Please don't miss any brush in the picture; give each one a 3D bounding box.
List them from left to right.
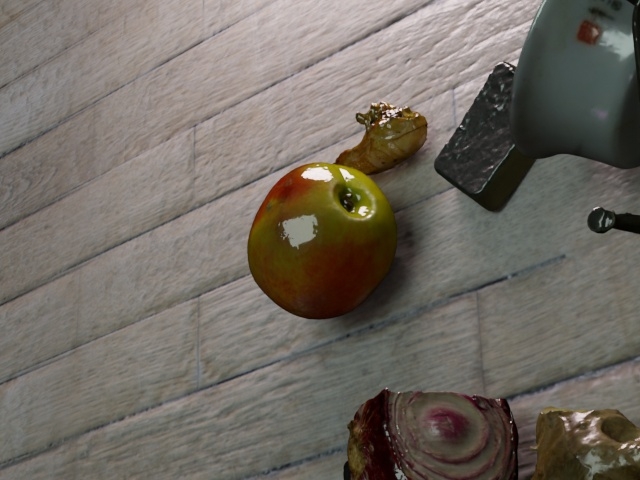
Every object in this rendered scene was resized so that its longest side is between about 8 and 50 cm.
[{"bbox_3d":[0.254,-0.151,2.217,0.123,0.059,0.197,40,101,45],"label":"brush"}]

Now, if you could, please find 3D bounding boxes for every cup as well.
[{"bbox_3d":[0.399,-0.226,1.945,0.163,0.347,0.347,31,94,27],"label":"cup"}]

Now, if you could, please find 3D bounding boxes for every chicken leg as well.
[{"bbox_3d":[0.073,-0.144,2.379,0.207,0.085,0.101,-33,85,39],"label":"chicken leg"}]

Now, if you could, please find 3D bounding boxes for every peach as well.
[{"bbox_3d":[0.000,0.000,2.286,0.231,0.231,0.231,-21,57,37],"label":"peach"}]

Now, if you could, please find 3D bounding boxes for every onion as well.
[{"bbox_3d":[0.135,0.314,1.996,0.206,0.216,0.207,123,149,-52],"label":"onion"}]

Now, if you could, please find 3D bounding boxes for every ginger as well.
[{"bbox_3d":[0.319,0.335,1.879,0.218,0.123,0.270,6,84,53],"label":"ginger"}]

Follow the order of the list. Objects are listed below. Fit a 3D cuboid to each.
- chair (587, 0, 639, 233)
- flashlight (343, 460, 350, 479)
[{"bbox_3d":[0.536,-0.158,1.678,0.364,0.410,0.362,-23,56,37],"label":"chair"},{"bbox_3d":[0.079,0.486,2.059,0.103,0.103,0.424,-27,54,34],"label":"flashlight"}]
